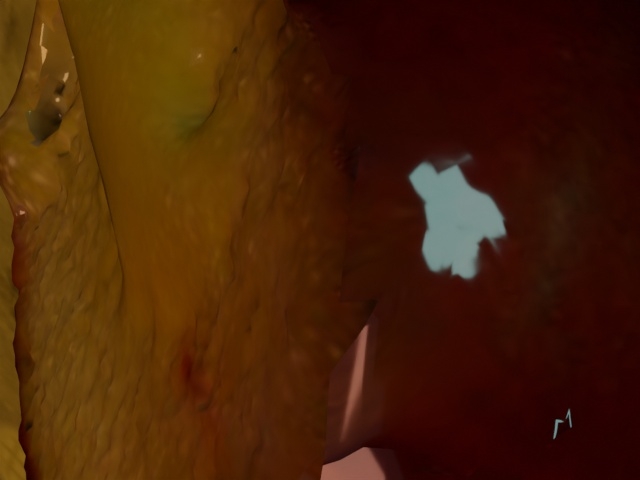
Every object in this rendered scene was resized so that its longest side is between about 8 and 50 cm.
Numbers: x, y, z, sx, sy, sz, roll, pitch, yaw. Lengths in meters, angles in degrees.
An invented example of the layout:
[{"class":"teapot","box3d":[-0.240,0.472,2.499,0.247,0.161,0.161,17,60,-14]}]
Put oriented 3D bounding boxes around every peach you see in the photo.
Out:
[{"class":"peach","box3d":[0.000,0.000,0.547,0.338,0.281,0.281,38,141,20]}]
